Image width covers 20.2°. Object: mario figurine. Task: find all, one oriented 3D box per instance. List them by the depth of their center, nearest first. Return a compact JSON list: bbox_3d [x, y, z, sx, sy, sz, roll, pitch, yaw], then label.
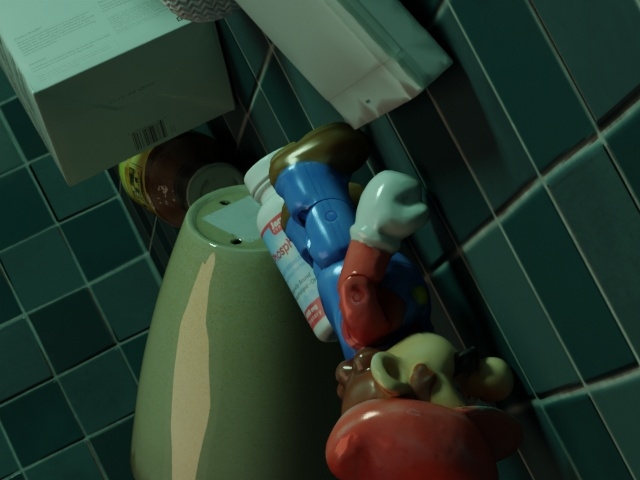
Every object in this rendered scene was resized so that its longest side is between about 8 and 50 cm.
[{"bbox_3d":[0.074,0.063,1.361,0.198,0.170,0.321,22,-142,-47],"label":"mario figurine"}]

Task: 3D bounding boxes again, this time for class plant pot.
[{"bbox_3d":[-0.063,0.095,1.728,0.256,0.256,0.274,-130,33,-52],"label":"plant pot"}]

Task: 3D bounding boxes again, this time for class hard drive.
[{"bbox_3d":[-0.050,-0.208,1.187,0.307,0.040,0.203,47,170,-5],"label":"hard drive"}]

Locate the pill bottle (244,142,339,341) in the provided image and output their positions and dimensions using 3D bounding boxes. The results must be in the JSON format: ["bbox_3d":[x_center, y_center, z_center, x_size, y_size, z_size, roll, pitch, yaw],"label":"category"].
[{"bbox_3d":[0.000,0.000,1.534,0.160,0.087,0.087,60,169,15],"label":"pill bottle"}]

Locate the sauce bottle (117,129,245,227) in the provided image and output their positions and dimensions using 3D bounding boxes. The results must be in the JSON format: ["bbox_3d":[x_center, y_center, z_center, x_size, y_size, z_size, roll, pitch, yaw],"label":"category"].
[{"bbox_3d":[-0.153,-0.072,2.028,0.111,0.111,0.344,66,170,-12],"label":"sauce bottle"}]

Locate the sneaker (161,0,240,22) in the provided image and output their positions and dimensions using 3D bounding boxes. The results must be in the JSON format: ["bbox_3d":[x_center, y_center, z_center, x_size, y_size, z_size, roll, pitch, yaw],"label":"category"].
[{"bbox_3d":[-0.119,-0.300,1.362,0.153,0.101,0.269,-120,16,-78],"label":"sneaker"}]

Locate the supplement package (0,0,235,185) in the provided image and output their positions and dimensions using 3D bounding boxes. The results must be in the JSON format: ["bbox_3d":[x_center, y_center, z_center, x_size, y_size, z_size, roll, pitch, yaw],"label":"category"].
[{"bbox_3d":[-0.223,-0.203,1.828,0.203,0.194,0.149,56,166,36],"label":"supplement package"}]
